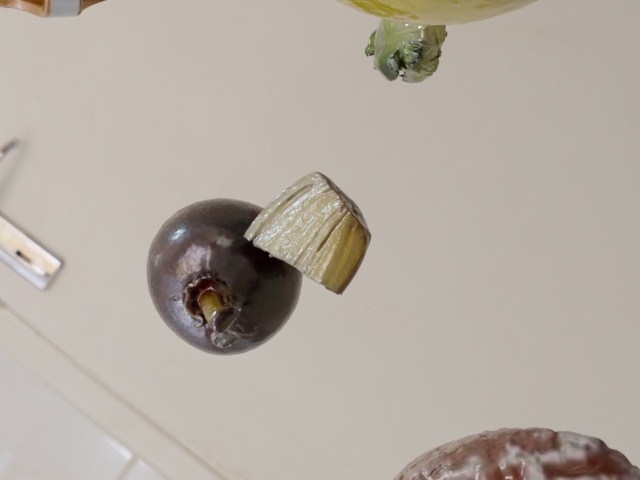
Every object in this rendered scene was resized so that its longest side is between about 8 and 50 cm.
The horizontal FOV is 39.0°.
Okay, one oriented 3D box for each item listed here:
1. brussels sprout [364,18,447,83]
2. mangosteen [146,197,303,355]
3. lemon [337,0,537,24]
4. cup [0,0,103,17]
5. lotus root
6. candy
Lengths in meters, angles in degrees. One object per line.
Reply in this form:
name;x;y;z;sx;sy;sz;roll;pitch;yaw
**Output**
brussels sprout;0.140;-0.328;1.469;0.181;0.101;0.139;175;89;-78
mangosteen;-0.143;0.064;1.299;0.235;0.236;0.261;-53;9;17
lemon;0.073;-0.315;0.607;0.348;0.348;0.348;-52;-1;-2
cup;-0.232;-0.314;0.733;0.182;0.226;0.263;-10;-46;-23
lotus root;0.001;-0.003;1.190;0.135;0.159;0.095;-50;-26;9
candy;0.195;0.299;0.915;0.290;0.214;0.157;-12;-14;-6
